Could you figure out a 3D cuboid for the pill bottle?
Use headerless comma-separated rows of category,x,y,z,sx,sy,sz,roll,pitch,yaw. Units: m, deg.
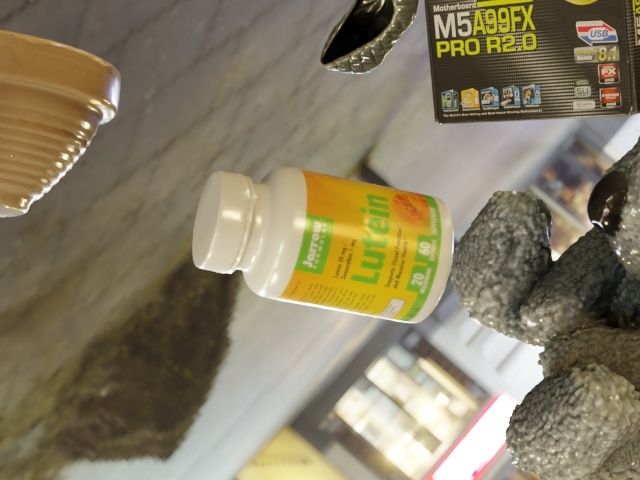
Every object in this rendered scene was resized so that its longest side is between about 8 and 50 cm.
pill bottle,0.000,0.000,1.584,0.136,0.245,0.136,-169,-90,-73

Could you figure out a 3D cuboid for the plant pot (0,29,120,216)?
plant pot,-0.265,-0.077,1.097,0.237,0.237,0.110,48,46,-82

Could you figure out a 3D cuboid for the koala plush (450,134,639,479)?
koala plush,0.207,0.000,0.850,0.196,0.203,0.221,-107,-155,-47

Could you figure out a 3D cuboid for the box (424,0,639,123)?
box,0.247,-0.247,1.768,0.060,0.270,0.216,-16,104,-50

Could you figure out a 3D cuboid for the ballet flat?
ballet flat,0.044,-0.189,1.286,0.049,0.057,0.173,-17,158,-23
